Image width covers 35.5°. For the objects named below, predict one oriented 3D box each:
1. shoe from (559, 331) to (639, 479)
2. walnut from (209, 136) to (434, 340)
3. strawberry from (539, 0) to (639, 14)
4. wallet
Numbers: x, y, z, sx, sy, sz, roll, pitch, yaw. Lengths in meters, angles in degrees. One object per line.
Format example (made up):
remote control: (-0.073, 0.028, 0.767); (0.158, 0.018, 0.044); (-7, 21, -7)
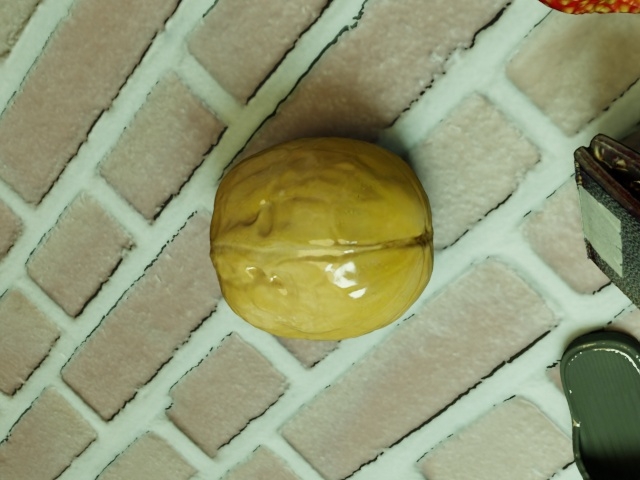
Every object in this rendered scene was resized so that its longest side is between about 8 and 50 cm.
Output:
shoe: (0.292, 0.209, 0.960); (0.108, 0.093, 0.241); (-15, 107, 30)
walnut: (0.000, 0.000, 0.939); (0.225, 0.193, 0.193); (-11, 111, 34)
strawberry: (0.212, -0.273, 0.656); (0.250, 0.238, 0.288); (43, 141, 16)
wallet: (0.307, 0.044, 0.769); (0.071, 0.221, 0.262); (-45, 61, -3)
